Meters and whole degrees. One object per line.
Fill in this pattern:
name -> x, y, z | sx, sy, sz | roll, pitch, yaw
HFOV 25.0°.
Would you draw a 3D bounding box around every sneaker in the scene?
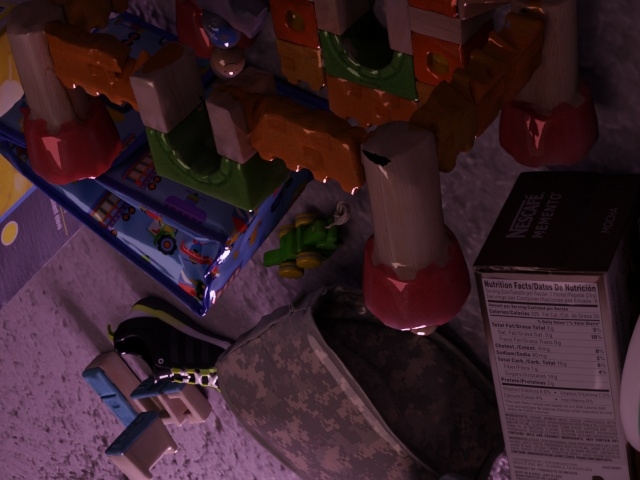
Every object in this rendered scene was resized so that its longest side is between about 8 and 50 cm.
sneaker -> -0.177, 0.165, 1.897 | 0.234, 0.097, 0.084 | 28, 143, 21

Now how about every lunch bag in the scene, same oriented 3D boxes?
lunch bag -> -0.171, -0.103, 1.471 | 0.293, 0.221, 0.138 | 31, 144, 8
lunch bag -> 0.040, 0.175, 1.626 | 0.287, 0.169, 0.235 | 44, 144, -9

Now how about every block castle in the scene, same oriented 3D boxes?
block castle -> -0.017, -0.120, 1.246 | 0.453, 0.303, 0.213 | 21, 141, 30

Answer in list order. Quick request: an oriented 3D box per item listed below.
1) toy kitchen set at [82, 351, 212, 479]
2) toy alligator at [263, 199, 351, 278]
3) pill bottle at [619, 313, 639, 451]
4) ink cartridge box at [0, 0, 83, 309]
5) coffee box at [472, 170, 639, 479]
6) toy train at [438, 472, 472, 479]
toy kitchen set -> -0.278, 0.246, 2.025 | 0.207, 0.166, 0.122 | -16, 115, 52
toy alligator -> 0.000, 0.000, 1.586 | 0.051, 0.056, 0.189 | 10, 157, -29
pill bottle -> 0.440, 0.132, 1.143 | 0.361, 0.204, 0.204 | 19, 139, 32
ink cartridge box -> -0.322, -0.114, 1.557 | 0.072, 0.307, 0.304 | 19, 139, 26
coffee box -> 0.235, 0.105, 1.304 | 0.119, 0.168, 0.297 | 1, 121, 25
toy train -> 0.191, 0.372, 1.448 | 0.334, 0.142, 0.190 | 29, 144, 28
